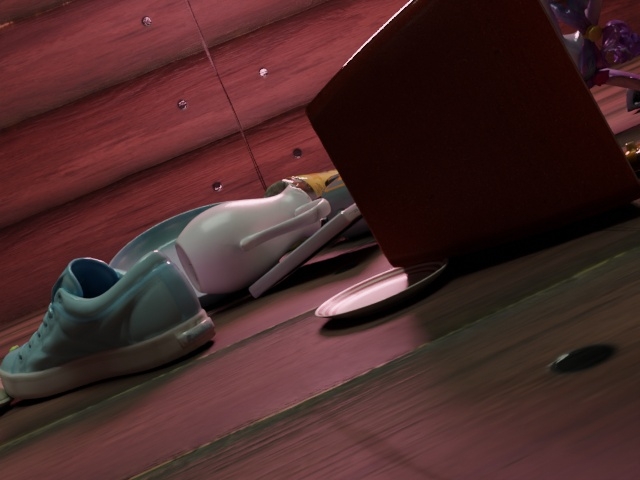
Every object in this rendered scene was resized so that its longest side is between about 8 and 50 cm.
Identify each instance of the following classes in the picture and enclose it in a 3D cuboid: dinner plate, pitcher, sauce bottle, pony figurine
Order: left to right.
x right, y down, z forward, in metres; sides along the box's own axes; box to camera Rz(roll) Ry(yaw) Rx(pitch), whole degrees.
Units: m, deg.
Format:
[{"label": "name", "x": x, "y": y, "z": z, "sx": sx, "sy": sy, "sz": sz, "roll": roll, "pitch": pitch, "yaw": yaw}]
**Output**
[{"label": "pitcher", "x": -0.094, "y": -0.007, "z": 1.225, "sx": 0.207, "sy": 0.125, "sz": 0.178, "roll": -27, "pitch": 6, "yaw": -18}, {"label": "sauce bottle", "x": 0.030, "y": -0.079, "z": 1.613, "sx": 0.111, "sy": 0.111, "sz": 0.344, "roll": -19, "pitch": -2, "yaw": 34}, {"label": "dinner plate", "x": 0.062, "y": 0.050, "z": 0.835, "sx": 0.141, "sy": 0.017, "sz": 0.141, "roll": -21, "pitch": 6, "yaw": 2}, {"label": "pony figurine", "x": 0.397, "y": -0.290, "z": 1.366, "sx": 0.303, "sy": 0.363, "sz": 0.351, "roll": -17, "pitch": 20, "yaw": -17}]

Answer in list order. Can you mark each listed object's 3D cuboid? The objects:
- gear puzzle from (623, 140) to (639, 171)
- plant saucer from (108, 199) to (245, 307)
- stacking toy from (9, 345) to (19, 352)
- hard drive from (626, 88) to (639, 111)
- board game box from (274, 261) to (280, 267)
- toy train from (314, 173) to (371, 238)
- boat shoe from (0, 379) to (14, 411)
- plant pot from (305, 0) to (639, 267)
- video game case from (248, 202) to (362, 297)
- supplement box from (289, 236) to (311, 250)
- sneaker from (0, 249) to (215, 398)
[{"label": "gear puzzle", "x": 0.412, "y": -0.106, "z": 0.840, "sx": 0.175, "sy": 0.044, "sz": 0.339, "roll": -26, "pitch": 5, "yaw": -35}, {"label": "plant saucer", "x": -0.201, "y": 0.030, "z": 1.416, "sx": 0.318, "sy": 0.043, "sz": 0.317, "roll": -14, "pitch": 28, "yaw": 8}, {"label": "stacking toy", "x": -0.481, "y": 0.163, "z": 1.670, "sx": 0.167, "sy": 0.052, "sz": 0.221, "roll": -18, "pitch": 8, "yaw": 37}, {"label": "hard drive", "x": 0.679, "y": -0.303, "z": 1.510, "sx": 0.255, "sy": 0.054, "sz": 0.172, "roll": -18, "pitch": 7, "yaw": 38}, {"label": "board game box", "x": -0.166, "y": 0.053, "z": 1.499, "sx": 0.170, "sy": 0.048, "sz": 0.141, "roll": -24, "pitch": 5, "yaw": -13}, {"label": "toy train", "x": 0.122, "y": -0.094, "z": 1.374, "sx": 0.334, "sy": 0.142, "sz": 0.190, "roll": -16, "pitch": 18, "yaw": 49}, {"label": "boat shoe", "x": -0.468, "y": 0.221, "z": 1.177, "sx": 0.064, "sy": 0.075, "sz": 0.206, "roll": -66, "pitch": 19, "yaw": -4}, {"label": "plant pot", "x": 0.137, "y": -0.114, "z": 0.885, "sx": 0.236, "sy": 0.267, "sz": 0.267, "roll": -29, "pitch": 2, "yaw": 11}, {"label": "video game case", "x": 0.000, "y": 0.000, "z": 1.227, "sx": 0.190, "sy": 0.022, "sz": 0.173, "roll": -39, "pitch": -2, "yaw": 27}, {"label": "supplement box", "x": -0.058, "y": -0.015, "z": 1.658, "sx": 0.083, "sy": 0.056, "sz": 0.083, "roll": -23, "pitch": 6, "yaw": -6}, {"label": "sneaker", "x": -0.291, "y": 0.097, "z": 1.079, "sx": 0.366, "sy": 0.150, "sz": 0.135, "roll": -19, "pitch": 6, "yaw": 32}]
